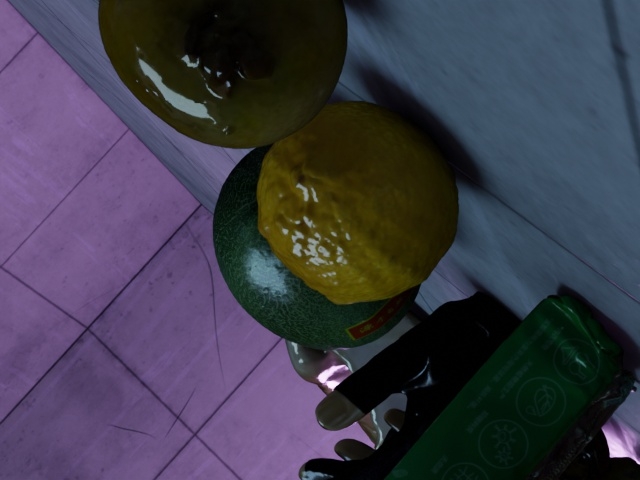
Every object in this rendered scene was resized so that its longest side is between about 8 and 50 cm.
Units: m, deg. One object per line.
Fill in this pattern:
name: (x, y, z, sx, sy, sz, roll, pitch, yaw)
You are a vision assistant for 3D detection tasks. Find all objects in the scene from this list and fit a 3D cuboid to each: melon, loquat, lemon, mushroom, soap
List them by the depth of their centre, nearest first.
loquat: (-0.056, -0.126, 0.796, 0.163, 0.137, 0.163, 59, 180, 0)
lemon: (0.030, -0.024, 0.980, 0.142, 0.142, 0.187, 39, 177, 28)
soap: (0.139, 0.178, 1.094, 0.098, 0.273, 0.218, 40, 175, 18)
melon: (0.000, 0.000, 1.178, 0.182, 0.182, 0.287, 40, 178, 21)
mushroom: (0.095, 0.182, 2.088, 0.397, 0.224, 0.314, 52, -174, -22)

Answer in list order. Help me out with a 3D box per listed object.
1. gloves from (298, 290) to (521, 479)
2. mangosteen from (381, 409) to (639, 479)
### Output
gloves: (0.098, 0.180, 1.389, 0.197, 0.301, 0.152, 47, -167, -37)
mangosteen: (0.222, 0.310, 1.599, 0.330, 0.330, 0.330, 42, 175, 4)
